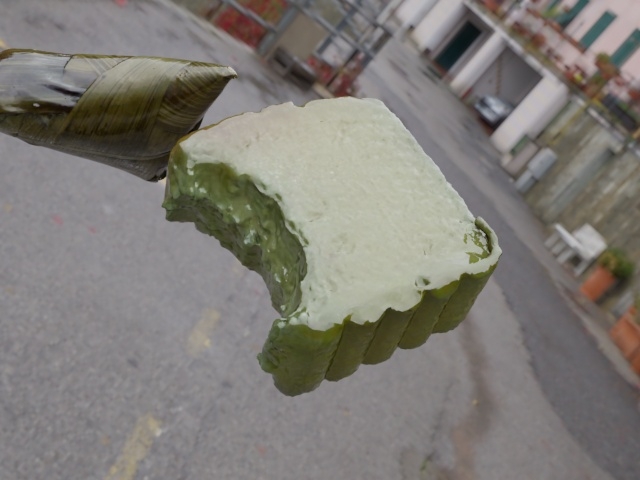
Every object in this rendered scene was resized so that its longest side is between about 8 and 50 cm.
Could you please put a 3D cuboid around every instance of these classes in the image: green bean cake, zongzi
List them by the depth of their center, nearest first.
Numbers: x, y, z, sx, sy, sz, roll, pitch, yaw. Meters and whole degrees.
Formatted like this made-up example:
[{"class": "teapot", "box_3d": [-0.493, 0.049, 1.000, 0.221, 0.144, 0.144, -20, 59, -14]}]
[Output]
[{"class": "green bean cake", "box_3d": [0.000, 0.000, 0.908, 0.233, 0.124, 0.236, -17, 58, -27]}, {"class": "zongzi", "box_3d": [-0.271, -0.189, 1.315, 0.286, 0.288, 0.134, 13, 72, -26]}]
